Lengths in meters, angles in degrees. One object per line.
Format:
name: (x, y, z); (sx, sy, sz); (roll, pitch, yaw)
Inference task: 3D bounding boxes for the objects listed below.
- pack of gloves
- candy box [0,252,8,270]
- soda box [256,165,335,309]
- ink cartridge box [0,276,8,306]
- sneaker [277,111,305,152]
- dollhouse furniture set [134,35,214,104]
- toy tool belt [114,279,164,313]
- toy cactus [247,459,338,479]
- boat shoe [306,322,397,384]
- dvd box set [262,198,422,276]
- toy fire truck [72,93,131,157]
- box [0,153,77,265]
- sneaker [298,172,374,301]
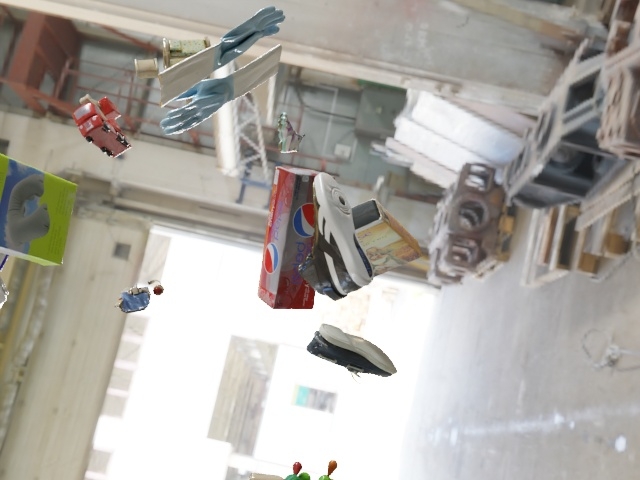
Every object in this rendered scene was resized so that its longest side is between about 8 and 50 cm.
pack of gloves: (-0.155, -0.260, 1.168); (0.232, 0.046, 0.195); (-37, -12, -21)
candy box: (-0.938, -0.074, 2.078); (0.122, 0.317, 0.268); (56, -134, -53)
soda box: (-0.049, -0.003, 1.488); (0.083, 0.092, 0.263); (26, 109, 56)
ink cartridge box: (-0.830, 0.180, 1.581); (0.279, 0.160, 0.385); (102, -170, -57)
sneaker: (-0.069, -0.265, 1.926); (0.038, 0.069, 0.098); (22, 114, 62)
dollhouse furniture set: (-0.351, -0.409, 1.909); (0.101, 0.181, 0.161); (105, 152, -53)
toy tool belt: (-0.321, 0.102, 1.390); (0.051, 0.083, 0.052); (-93, -13, -82)
toy cactus: (-0.046, 0.470, 1.471); (0.219, 0.180, 0.112); (-109, 39, -74)
boat shoe: (0.076, 0.275, 1.840); (0.079, 0.254, 0.095); (-51, 39, 14)
dvd box set: (0.073, 0.031, 2.031); (0.420, 0.307, 0.062); (35, -147, -66)
toy fire truck: (-0.417, -0.228, 1.478); (0.135, 0.047, 0.192); (58, -178, 14)
box: (-0.375, -0.043, 0.917); (0.178, 0.042, 0.109); (25, -112, -54)
sneaker: (0.000, 0.000, 1.351); (0.079, 0.121, 0.217); (10, -125, -54)
